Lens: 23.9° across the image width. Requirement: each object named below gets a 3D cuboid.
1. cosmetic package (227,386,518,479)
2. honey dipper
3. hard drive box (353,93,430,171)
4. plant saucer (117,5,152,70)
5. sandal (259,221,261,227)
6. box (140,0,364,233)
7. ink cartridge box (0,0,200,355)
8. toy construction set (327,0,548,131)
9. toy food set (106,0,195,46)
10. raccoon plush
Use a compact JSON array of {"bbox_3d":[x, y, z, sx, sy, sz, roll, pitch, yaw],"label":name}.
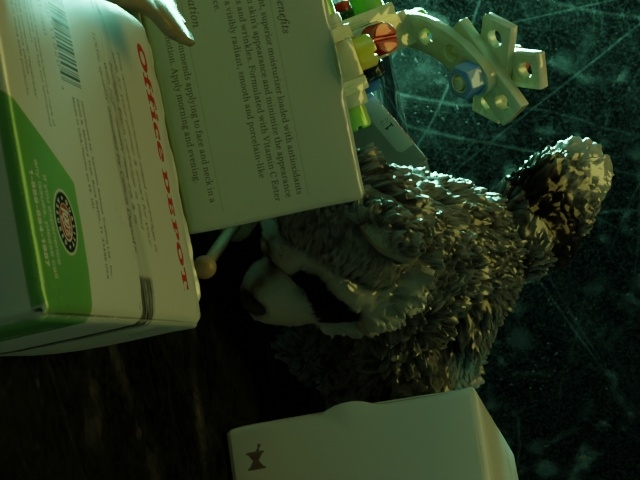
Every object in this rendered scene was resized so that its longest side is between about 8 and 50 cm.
[{"bbox_3d":[0.066,0.237,1.260,0.365,0.197,0.155,48,33,-71],"label":"cosmetic package"},{"bbox_3d":[-0.077,-0.002,1.196,0.160,0.030,0.030,-59,138,-72],"label":"honey dipper"},{"bbox_3d":[0.039,-0.080,1.597,0.181,0.089,0.232,52,-3,20],"label":"hard drive box"},{"bbox_3d":[-0.115,-0.085,0.874,0.241,0.037,0.241,168,-90,-85],"label":"plant saucer"},{"bbox_3d":[-0.001,-0.006,1.515,0.240,0.079,0.088,64,17,-58],"label":"sandal"},{"bbox_3d":[-0.056,-0.105,1.022,0.182,0.119,0.181,-161,-121,-82],"label":"box"},{"bbox_3d":[-0.133,-0.033,0.647,0.219,0.093,0.160,27,51,-79],"label":"ink cartridge box"},{"bbox_3d":[0.039,-0.162,1.361,0.328,0.215,0.151,-9,89,-36],"label":"toy construction set"},{"bbox_3d":[-0.129,-0.173,0.670,0.192,0.039,0.132,66,16,12],"label":"toy food set"},{"bbox_3d":[0.097,-0.050,1.307,0.446,0.216,0.299,-49,158,-32],"label":"raccoon plush"}]
